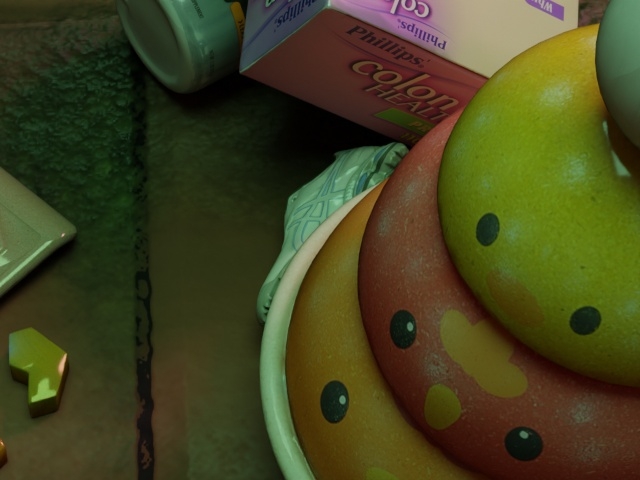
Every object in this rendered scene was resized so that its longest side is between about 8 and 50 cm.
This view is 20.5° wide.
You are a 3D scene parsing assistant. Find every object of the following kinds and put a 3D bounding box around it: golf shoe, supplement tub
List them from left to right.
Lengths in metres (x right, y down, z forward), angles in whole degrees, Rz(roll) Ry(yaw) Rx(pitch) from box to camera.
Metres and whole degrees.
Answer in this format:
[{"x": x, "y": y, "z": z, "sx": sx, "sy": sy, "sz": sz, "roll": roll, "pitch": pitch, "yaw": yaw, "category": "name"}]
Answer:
[{"x": -0.054, "y": -0.202, "z": 1.369, "sx": 0.190, "sy": 0.117, "sz": 0.117, "roll": -31, "pitch": 60, "yaw": -23, "category": "supplement tub"}, {"x": 0.000, "y": 0.000, "z": 1.264, "sx": 0.086, "sy": 0.069, "sz": 0.176, "roll": 12, "pitch": 51, "yaw": 43, "category": "golf shoe"}]

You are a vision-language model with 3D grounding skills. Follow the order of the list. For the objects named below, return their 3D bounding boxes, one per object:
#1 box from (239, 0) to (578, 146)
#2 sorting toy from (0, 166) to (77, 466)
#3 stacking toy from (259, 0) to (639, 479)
[{"x": 0.072, "y": -0.206, "z": 1.294, "sx": 0.213, "sy": 0.117, "sz": 0.243, "roll": 21, "pitch": 59, "yaw": -28, "category": "box"}, {"x": -0.287, "y": 0.022, "z": 1.234, "sx": 0.307, "sy": 0.041, "sz": 0.229, "roll": 36, "pitch": 59, "yaw": 23, "category": "sorting toy"}, {"x": 0.157, "y": -0.009, "z": 0.988, "sx": 0.351, "sy": 0.480, "sz": 0.350, "roll": 4, "pitch": 58, "yaw": -6, "category": "stacking toy"}]
